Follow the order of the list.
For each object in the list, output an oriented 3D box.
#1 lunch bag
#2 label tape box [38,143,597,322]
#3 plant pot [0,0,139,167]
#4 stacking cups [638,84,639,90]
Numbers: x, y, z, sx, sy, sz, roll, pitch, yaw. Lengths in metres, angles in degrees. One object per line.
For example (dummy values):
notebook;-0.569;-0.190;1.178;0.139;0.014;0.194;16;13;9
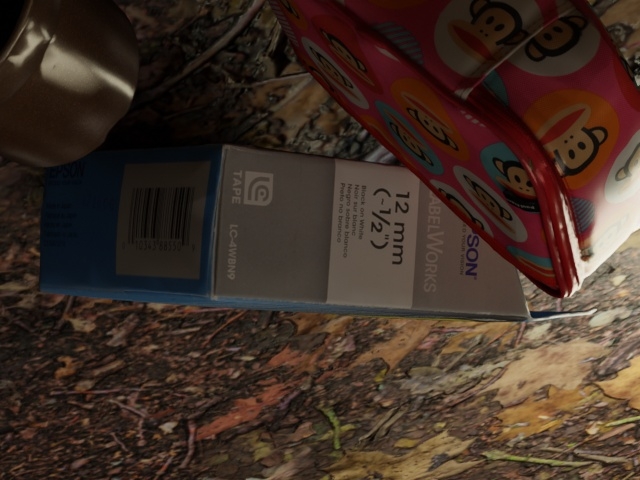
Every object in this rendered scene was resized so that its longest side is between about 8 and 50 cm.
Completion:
lunch bag;0.090;-0.104;1.198;0.120;0.293;0.258;-42;153;-7
label tape box;0.000;0.000;1.390;0.347;0.115;0.249;3;178;-36
plant pot;-0.205;-0.126;1.146;0.167;0.167;0.165;-27;156;14
stacking cups;0.236;-0.059;1.540;0.316;0.096;0.096;-35;146;26
